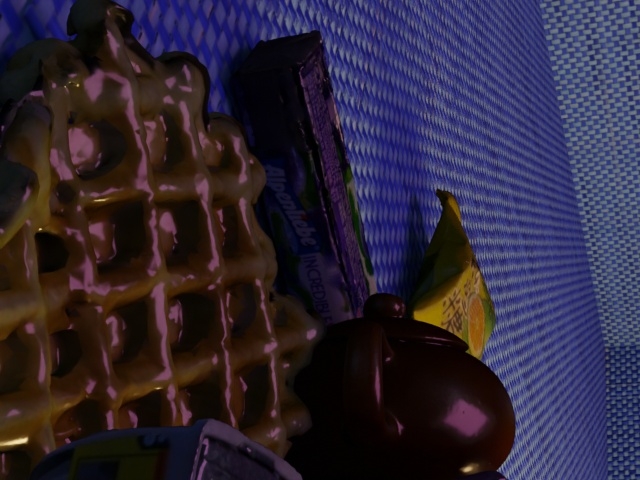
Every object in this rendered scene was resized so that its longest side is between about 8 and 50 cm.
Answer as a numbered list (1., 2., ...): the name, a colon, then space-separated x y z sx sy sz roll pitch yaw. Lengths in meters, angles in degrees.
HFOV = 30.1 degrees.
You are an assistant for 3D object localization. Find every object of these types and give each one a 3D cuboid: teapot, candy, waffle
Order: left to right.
1. waffle: -0.093 0.057 0.590 0.297 0.073 0.317 60 36 -40
2. candy: 0.000 0.000 0.915 0.088 0.061 0.312 -63 144 -62
3. teapot: 0.039 0.097 0.796 0.252 0.178 0.135 62 25 -73
4. candy: 0.142 0.084 1.297 0.297 0.081 0.187 -71 148 -53

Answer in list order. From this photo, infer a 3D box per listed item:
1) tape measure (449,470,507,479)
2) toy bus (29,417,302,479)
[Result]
1. tape measure: 0.078 0.272 0.770 0.231 0.245 0.149 54 31 -29
2. toy bus: -0.078 0.199 0.417 0.092 0.106 0.268 43 50 -48
